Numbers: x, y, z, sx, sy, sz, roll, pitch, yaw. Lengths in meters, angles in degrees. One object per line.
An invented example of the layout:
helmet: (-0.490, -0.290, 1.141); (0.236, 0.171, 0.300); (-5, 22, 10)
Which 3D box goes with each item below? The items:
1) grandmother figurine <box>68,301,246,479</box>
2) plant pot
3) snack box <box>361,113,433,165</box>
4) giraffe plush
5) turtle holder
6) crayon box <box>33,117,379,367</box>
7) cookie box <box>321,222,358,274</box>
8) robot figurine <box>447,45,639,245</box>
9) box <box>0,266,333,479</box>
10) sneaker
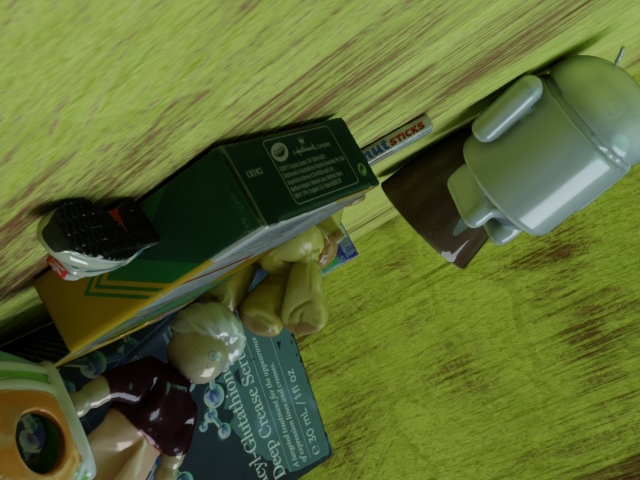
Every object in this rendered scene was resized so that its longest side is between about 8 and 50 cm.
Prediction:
grandmother figurine: (-0.201, 0.213, 1.084); (0.342, 0.104, 0.208); (-54, 151, -20)
plant pot: (0.264, -0.104, 1.746); (0.230, 0.215, 0.215); (-44, 173, 13)
snack box: (0.067, -0.112, 1.304); (0.178, 0.022, 0.064); (-29, 177, 3)
giraffe plush: (-0.035, -0.006, 1.186); (0.170, 0.181, 0.210); (-44, 157, -62)
turtle holder: (-0.328, 0.216, 0.875); (0.227, 0.243, 0.320); (-23, 155, -23)
crayon box: (-0.126, 0.004, 0.942); (0.323, 0.083, 0.203); (-32, 176, 33)
cookie box: (0.000, 0.000, 1.692); (0.092, 0.107, 0.040); (-33, 174, 39)
robot figurine: (0.366, -0.148, 1.534); (0.353, 0.200, 0.300); (-41, 135, 23)
box: (-0.224, 0.229, 1.273); (0.395, 0.294, 0.212); (-27, -164, -35)
sneaker: (-0.182, 0.009, 0.752); (0.075, 0.057, 0.161); (-35, 178, 12)
